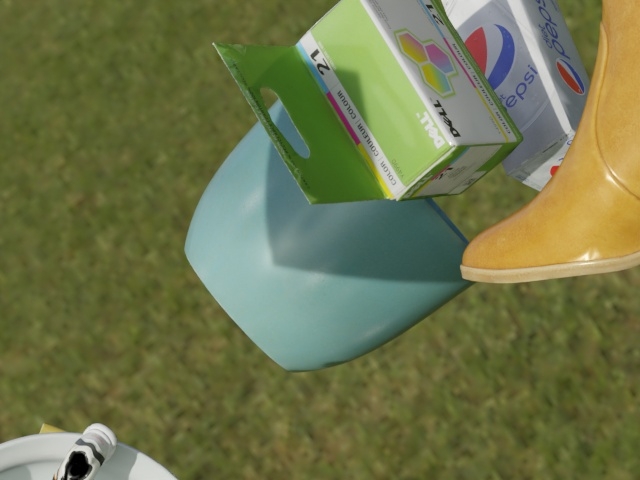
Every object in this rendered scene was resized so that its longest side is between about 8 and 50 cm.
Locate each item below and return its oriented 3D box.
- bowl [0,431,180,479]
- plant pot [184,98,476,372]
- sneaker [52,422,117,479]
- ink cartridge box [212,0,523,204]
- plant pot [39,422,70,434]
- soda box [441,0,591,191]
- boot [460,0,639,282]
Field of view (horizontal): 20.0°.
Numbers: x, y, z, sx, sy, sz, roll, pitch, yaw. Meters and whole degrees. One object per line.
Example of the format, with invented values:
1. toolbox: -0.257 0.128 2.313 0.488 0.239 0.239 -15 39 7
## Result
1. bowl: -0.241 0.320 1.615 0.298 0.298 0.134 -43 7 -20
2. plant pot: 0.000 0.000 1.932 0.235 0.293 0.293 -42 24 5
3. sneaker: -0.216 0.205 1.575 0.044 0.040 0.109 -44 -16 -56
4. ink cartridge box: 0.049 -0.136 1.682 0.097 0.189 0.255 -40 -18 31
5. plant pot: -0.244 0.242 1.845 0.083 0.081 0.081 12 75 18
6. soda box: 0.218 -0.190 1.944 0.091 0.098 0.286 -36 53 28
7. boot: 0.186 -0.095 1.060 0.295 0.211 0.104 -15 0 38
